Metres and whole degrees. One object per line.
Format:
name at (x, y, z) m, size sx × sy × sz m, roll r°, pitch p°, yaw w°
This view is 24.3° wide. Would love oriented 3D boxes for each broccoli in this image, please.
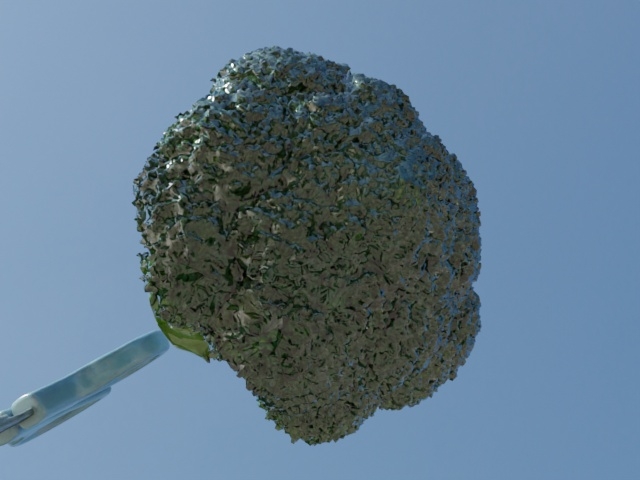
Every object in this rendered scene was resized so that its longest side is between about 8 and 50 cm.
broccoli at (-0.029, 0.006, 1.100) m, size 0.297 × 0.297 × 0.297 m, roll -18°, pitch -59°, yaw 44°

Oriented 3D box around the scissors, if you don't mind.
scissors at (-0.286, 0.165, 1.292) m, size 0.192 × 0.447 × 0.029 m, roll -33°, pitch -95°, yaw 22°
